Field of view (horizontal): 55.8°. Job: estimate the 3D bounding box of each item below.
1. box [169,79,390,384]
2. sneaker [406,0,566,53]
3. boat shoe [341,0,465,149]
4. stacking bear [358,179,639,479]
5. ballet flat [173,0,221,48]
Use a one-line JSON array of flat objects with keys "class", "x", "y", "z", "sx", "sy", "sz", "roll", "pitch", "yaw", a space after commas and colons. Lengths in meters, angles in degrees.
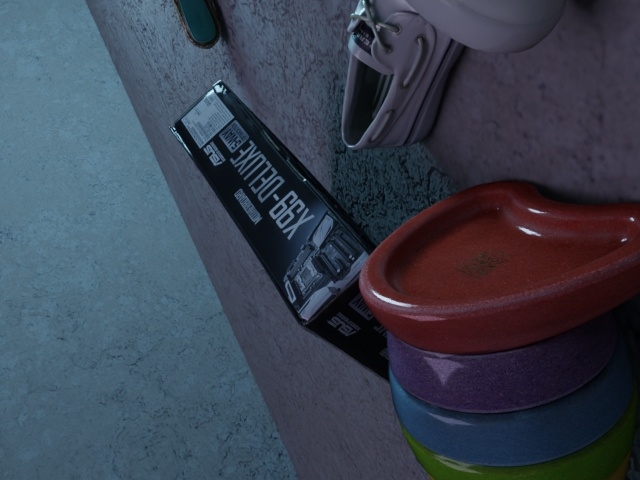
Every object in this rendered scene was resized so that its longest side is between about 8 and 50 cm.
[{"class": "box", "x": 0.000, "y": 0.000, "z": 0.608, "sx": 0.242, "sy": 0.076, "sz": 0.307, "roll": 43, "pitch": -173, "yaw": -49}, {"class": "sneaker", "x": 0.060, "y": -0.240, "z": 0.297, "sx": 0.123, "sy": 0.106, "sz": 0.290, "roll": 147, "pitch": 102, "yaw": -74}, {"class": "boat shoe", "x": 0.059, "y": -0.149, "z": 0.448, "sx": 0.083, "sy": 0.076, "sz": 0.226, "roll": 55, "pitch": 157, "yaw": 35}, {"class": "stacking bear", "x": 0.141, "y": 0.128, "z": 0.417, "sx": 0.175, "sy": 0.164, "sz": 0.288, "roll": 28, "pitch": 141, "yaw": 63}, {"class": "ballet flat", "x": -0.211, "y": -0.398, "z": 0.943, "sx": 0.067, "sy": 0.073, "sz": 0.206, "roll": -135, "pitch": 30, "yaw": -80}]
